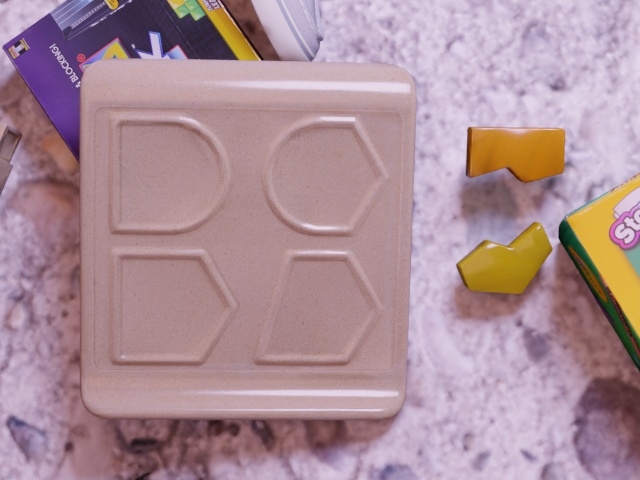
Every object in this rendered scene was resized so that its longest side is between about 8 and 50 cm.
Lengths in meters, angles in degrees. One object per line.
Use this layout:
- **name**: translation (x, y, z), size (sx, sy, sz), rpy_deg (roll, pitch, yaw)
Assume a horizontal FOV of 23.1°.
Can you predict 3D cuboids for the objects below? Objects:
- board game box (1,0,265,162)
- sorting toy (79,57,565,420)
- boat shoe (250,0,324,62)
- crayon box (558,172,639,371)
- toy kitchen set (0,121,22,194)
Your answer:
- **board game box**: translation (-0.108, -0.100, 1.050), size (0.141, 0.048, 0.170), rpy_deg (-36, 79, 1)
- **sorting toy**: translation (0.000, 0.000, 1.008), size (0.307, 0.041, 0.229), rpy_deg (1, 96, -5)
- **boat shoe**: translation (-0.023, -0.227, 1.038), size (0.081, 0.079, 0.228), rpy_deg (-16, 77, 10)
- **crayon box**: translation (0.307, -0.009, 0.962), size (0.278, 0.081, 0.165), rpy_deg (-30, 79, 3)
- **toy kitchen set**: translation (-0.258, -0.053, 1.054), size (0.075, 0.068, 0.083), rpy_deg (22, 86, 10)
